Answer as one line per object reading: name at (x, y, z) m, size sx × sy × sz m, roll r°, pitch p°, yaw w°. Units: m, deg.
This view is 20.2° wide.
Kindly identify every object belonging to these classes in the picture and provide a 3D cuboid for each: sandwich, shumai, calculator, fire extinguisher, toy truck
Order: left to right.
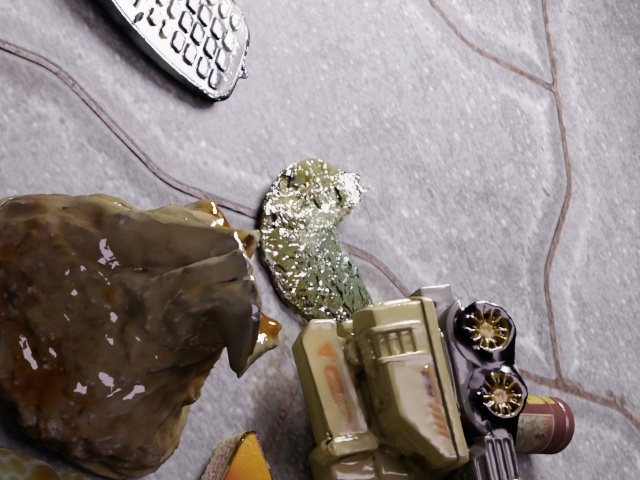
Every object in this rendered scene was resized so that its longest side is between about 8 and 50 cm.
shumai at (-0.175, 0.055, 1.715) m, size 0.314 × 0.262 × 0.267 m, roll 47°, pitch 40°, yaw -17°
calculator at (-0.173, -0.276, 2.077) m, size 0.268 × 0.040 × 0.177 m, roll 43°, pitch 43°, yaw -26°
sandwich at (-0.102, 0.301, 1.820) m, size 0.162 × 0.058 × 0.193 m, roll -10°, pitch 80°, yaw -50°
toy truck at (0.112, 0.255, 1.981) m, size 0.254 × 0.180 × 0.405 m, roll -4°, pitch 71°, yaw -22°
fire extinguisher at (0.214, 0.232, 2.192) m, size 0.252 × 0.075 × 0.106 m, roll 9°, pitch 36°, yaw -44°

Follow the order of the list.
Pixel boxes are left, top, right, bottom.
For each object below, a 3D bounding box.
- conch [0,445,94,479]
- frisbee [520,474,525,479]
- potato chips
conch at (-0.268, 0.245, 1.631) m, size 0.173 × 0.106 × 0.116 m, roll 41°, pitch 23°, yaw -6°
frisbee at (0.215, 0.367, 2.179) m, size 0.236 × 0.017 × 0.236 m, roll 25°, pitch 52°, yaw -38°
potato chips at (0.003, -0.001, 2.135) m, size 0.202 × 0.029 × 0.220 m, roll 22°, pitch 56°, yaw -37°
